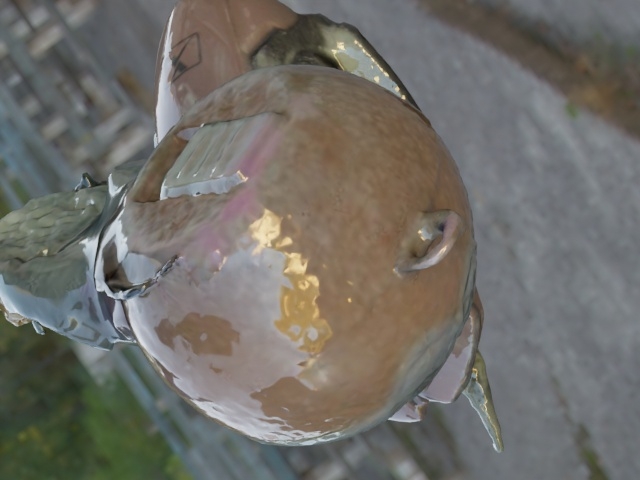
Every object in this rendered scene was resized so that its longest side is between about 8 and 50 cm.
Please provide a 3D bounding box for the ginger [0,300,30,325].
[{"bbox_3d":[-0.321,0.067,1.648,0.258,0.149,0.065,2,148,47],"label":"ginger"}]

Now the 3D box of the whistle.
[{"bbox_3d":[-0.048,0.014,0.961,0.347,0.189,0.189,-2,129,48],"label":"whistle"}]

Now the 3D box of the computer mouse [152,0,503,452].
[{"bbox_3d":[-0.004,0.001,1.318,0.199,0.115,0.389,-35,87,41],"label":"computer mouse"}]
